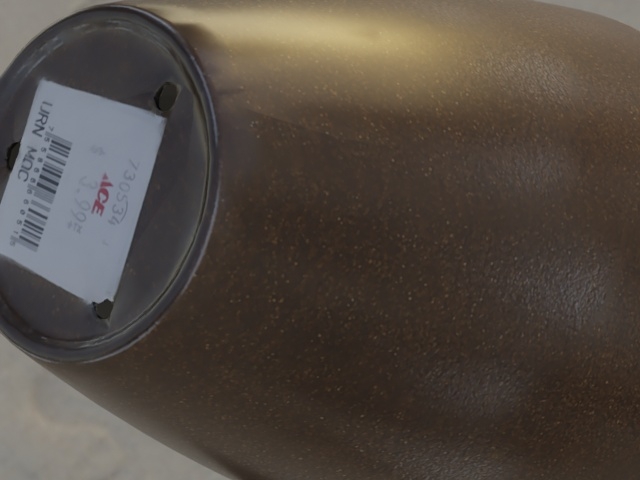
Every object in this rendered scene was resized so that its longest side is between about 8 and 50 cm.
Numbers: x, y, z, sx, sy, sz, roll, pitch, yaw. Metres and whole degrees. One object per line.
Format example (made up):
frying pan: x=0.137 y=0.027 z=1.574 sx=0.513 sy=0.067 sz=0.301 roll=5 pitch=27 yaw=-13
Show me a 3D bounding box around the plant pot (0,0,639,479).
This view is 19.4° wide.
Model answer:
plant pot: x=0.000 y=0.000 z=0.629 sx=0.215 sy=0.230 sz=0.215 roll=-8 pitch=77 yaw=38
